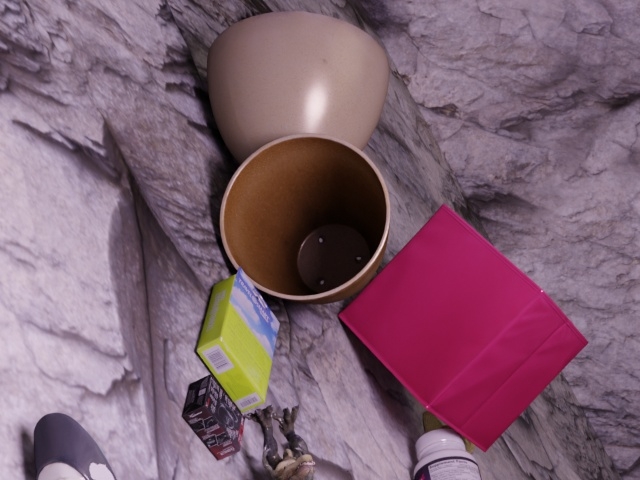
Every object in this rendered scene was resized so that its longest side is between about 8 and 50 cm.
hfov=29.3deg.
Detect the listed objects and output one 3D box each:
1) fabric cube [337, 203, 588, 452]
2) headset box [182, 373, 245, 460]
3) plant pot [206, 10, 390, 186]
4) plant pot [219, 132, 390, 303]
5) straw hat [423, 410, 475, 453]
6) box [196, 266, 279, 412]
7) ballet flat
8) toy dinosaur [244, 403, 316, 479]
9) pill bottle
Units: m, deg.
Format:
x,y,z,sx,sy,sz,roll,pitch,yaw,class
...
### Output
x,y,z,sx,sy,sz,roll,pitch,yaw,class
0.240,0.148,2.023,0.254,0.258,0.259,44,2,38,fabric cube
-0.119,0.206,1.407,0.083,0.032,0.062,56,19,-25,headset box
-0.038,-0.184,1.856,0.284,0.284,0.191,41,44,-51,plant pot
0.000,0.000,1.784,0.254,0.237,0.237,57,12,-70,plant pot
0.243,0.360,2.188,0.144,0.061,0.144,53,20,-29,straw hat
-0.102,0.123,1.559,0.109,0.042,0.178,57,18,-22,box
-0.200,0.247,1.055,0.203,0.074,0.074,65,17,-2,ballet flat
-0.039,0.257,1.462,0.268,0.064,0.118,79,-8,-76,toy dinosaur
0.207,0.400,1.944,0.108,0.108,0.193,48,23,-41,pill bottle
